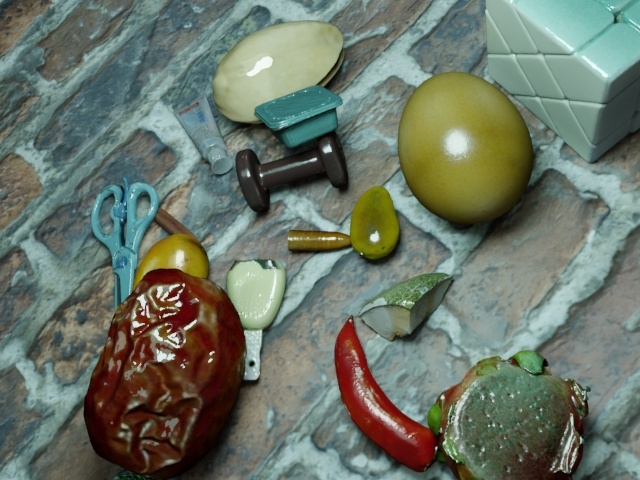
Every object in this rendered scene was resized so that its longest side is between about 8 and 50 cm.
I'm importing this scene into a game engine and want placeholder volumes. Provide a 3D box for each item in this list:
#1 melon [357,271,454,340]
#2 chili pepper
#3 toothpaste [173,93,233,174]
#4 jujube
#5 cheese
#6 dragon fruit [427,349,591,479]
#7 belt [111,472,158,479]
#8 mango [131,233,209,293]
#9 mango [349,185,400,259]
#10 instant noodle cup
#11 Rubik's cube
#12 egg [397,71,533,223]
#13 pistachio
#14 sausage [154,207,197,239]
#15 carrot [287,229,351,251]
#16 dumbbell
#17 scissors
[{"bbox_3d":[0.173,0.123,1.472,0.203,0.139,0.093,-29,86,0],"label":"melon"},{"bbox_3d":[0.121,0.301,1.424,0.137,0.092,0.368,-34,66,-17],"label":"chili pepper"},{"bbox_3d":[-0.268,-0.250,1.778,0.089,0.057,0.234,-30,57,0],"label":"toothpaste"},{"bbox_3d":[-0.287,0.247,1.452,0.277,0.276,0.376,18,86,21],"label":"jujube"},{"bbox_3d":[-0.137,0.160,1.570,0.127,0.054,0.251,-3,68,14],"label":"cheese"},{"bbox_3d":[0.321,0.330,1.308,0.268,0.130,0.295,31,67,14],"label":"dragon fruit"},{"bbox_3d":[-0.353,0.510,1.471,0.151,0.079,0.121,26,78,24],"label":"belt"},{"bbox_3d":[-0.321,0.090,1.616,0.145,0.112,0.219,25,79,14],"label":"mango"},{"bbox_3d":[0.111,-0.037,1.570,0.103,0.076,0.161,-5,64,18],"label":"mango"},{"bbox_3d":[-0.040,-0.250,1.567,0.157,0.070,0.179,-23,26,-9],"label":"instant noodle cup"},{"bbox_3d":[0.533,-0.404,1.468,0.316,0.319,0.322,-40,65,-4],"label":"Rubik's cube"},{"bbox_3d":[0.273,-0.183,1.487,0.250,0.250,0.322,-20,60,7],"label":"egg"},{"bbox_3d":[-0.093,-0.376,1.700,0.318,0.193,0.213,-26,67,2],"label":"pistachio"},{"bbox_3d":[-0.327,-0.029,1.712,0.147,0.035,0.030,38,50,24],"label":"sausage"},{"bbox_3d":[0.000,0.000,1.601,0.139,0.048,0.048,0,68,14],"label":"carrot"},{"bbox_3d":[-0.059,-0.152,1.629,0.226,0.140,0.124,-17,26,10],"label":"dumbbell"},{"bbox_3d":[-0.439,0.039,1.703,0.180,0.032,0.392,-13,68,24],"label":"scissors"}]
